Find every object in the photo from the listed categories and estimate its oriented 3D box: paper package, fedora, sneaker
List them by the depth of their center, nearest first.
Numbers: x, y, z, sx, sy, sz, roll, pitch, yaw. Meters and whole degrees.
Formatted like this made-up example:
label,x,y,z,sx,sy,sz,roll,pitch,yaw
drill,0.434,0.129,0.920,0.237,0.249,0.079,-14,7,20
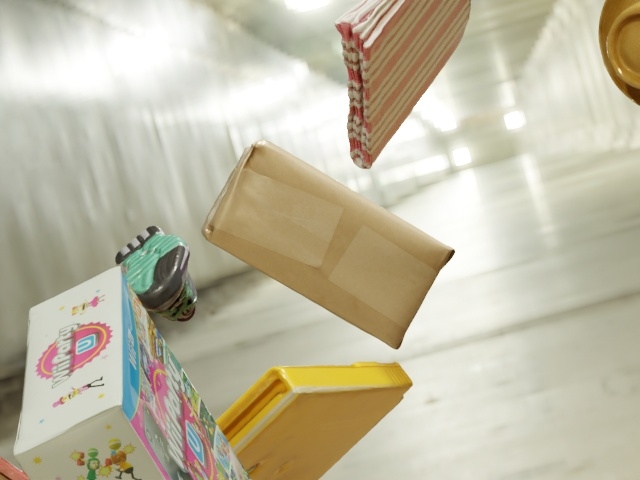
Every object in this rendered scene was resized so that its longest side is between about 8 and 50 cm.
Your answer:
label,x,y,z,sx,sy,sz,roll,pitch,yaw
fedora,0.367,-0.213,1.807,0.079,0.194,0.194,-24,101,-48
sneaker,-0.156,0.049,1.816,0.098,0.083,0.224,52,0,-16
paper package,0.000,0.000,2.488,0.325,0.168,0.309,30,-1,-6

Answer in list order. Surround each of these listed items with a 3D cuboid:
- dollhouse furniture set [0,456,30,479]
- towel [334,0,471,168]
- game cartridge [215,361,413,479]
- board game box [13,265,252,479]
label,x,y,z,sx,sy,sz,roll,pitch,yaw
dollhouse furniture set,-0.253,0.380,1.727,0.374,0.201,0.152,33,-13,-5
towel,0.062,-0.149,1.212,0.029,0.144,0.197,32,-19,15
game cartridge,-0.056,0.247,2.007,0.053,0.285,0.323,51,19,18
board game box,-0.137,0.208,1.424,0.303,0.097,0.224,61,8,-27
